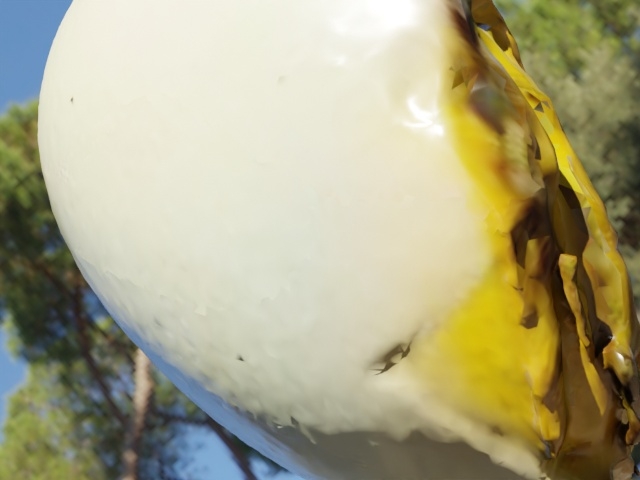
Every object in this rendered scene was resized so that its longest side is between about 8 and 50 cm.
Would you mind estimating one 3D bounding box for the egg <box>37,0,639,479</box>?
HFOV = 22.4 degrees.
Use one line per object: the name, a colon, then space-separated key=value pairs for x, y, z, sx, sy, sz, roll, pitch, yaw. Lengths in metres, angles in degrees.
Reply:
egg: x=0.000 y=0.000 z=0.596 sx=0.174 sy=0.286 sz=0.264 roll=-23 pitch=-15 yaw=1
